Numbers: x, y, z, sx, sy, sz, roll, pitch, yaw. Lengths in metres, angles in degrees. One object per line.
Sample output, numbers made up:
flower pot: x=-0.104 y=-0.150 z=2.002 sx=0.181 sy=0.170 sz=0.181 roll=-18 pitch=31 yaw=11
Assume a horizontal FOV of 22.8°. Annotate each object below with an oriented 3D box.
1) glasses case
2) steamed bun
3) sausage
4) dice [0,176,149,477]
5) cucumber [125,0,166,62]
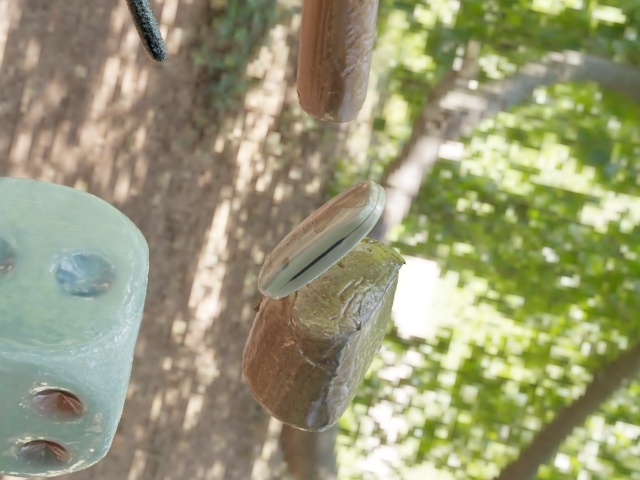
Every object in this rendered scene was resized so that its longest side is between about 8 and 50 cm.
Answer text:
glasses case: x=0.000 y=0.000 z=1.893 sx=0.204 sy=0.051 sz=0.081 roll=-39 pitch=-155 yaw=29
steamed bun: x=-0.007 y=0.123 z=2.454 sx=0.301 sy=0.199 sz=0.251 roll=-53 pitch=160 yaw=-55
sausage: x=0.020 y=-0.239 z=1.794 sx=0.289 sy=0.086 sz=0.086 roll=96 pitch=11 yaw=-55
dice: x=-0.353 y=0.104 z=1.869 sx=0.268 sy=0.263 sz=0.264 roll=112 pitch=-15 yaw=-49
cucumber: x=-0.240 y=-0.302 z=2.154 sx=0.032 sy=0.032 sz=0.133 roll=-62 pitch=136 yaw=-59
